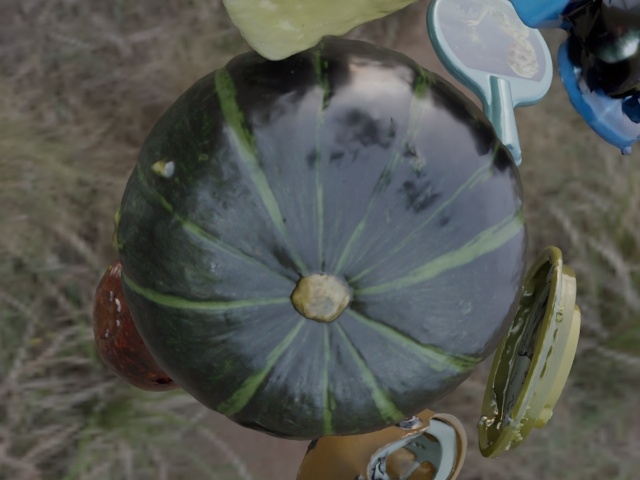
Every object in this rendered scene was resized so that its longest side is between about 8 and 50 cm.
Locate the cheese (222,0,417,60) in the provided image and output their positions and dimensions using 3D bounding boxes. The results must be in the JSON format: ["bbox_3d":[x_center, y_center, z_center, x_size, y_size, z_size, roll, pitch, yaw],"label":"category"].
[{"bbox_3d":[0.024,-0.169,0.957,0.123,0.167,0.094,43,24,-73],"label":"cheese"}]

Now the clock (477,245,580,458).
[{"bbox_3d":[0.225,0.121,1.895,0.057,0.237,0.237,18,64,-4],"label":"clock"}]

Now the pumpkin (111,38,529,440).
[{"bbox_3d":[0.000,0.000,1.424,0.241,0.323,0.323,-102,171,-76],"label":"pumpkin"}]

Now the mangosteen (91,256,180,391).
[{"bbox_3d":[-0.132,0.069,1.786,0.181,0.146,0.156,-7,55,-17],"label":"mangosteen"}]

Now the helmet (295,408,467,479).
[{"bbox_3d":[0.055,0.267,2.092,0.224,0.130,0.198,-34,143,-38],"label":"helmet"}]

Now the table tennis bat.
[{"bbox_3d":[0.176,-0.168,1.847,0.149,0.038,0.237,19,48,-23],"label":"table tennis bat"}]

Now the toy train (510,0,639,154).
[{"bbox_3d":[0.289,-0.228,1.547,0.300,0.188,0.265,-11,72,-55],"label":"toy train"}]
